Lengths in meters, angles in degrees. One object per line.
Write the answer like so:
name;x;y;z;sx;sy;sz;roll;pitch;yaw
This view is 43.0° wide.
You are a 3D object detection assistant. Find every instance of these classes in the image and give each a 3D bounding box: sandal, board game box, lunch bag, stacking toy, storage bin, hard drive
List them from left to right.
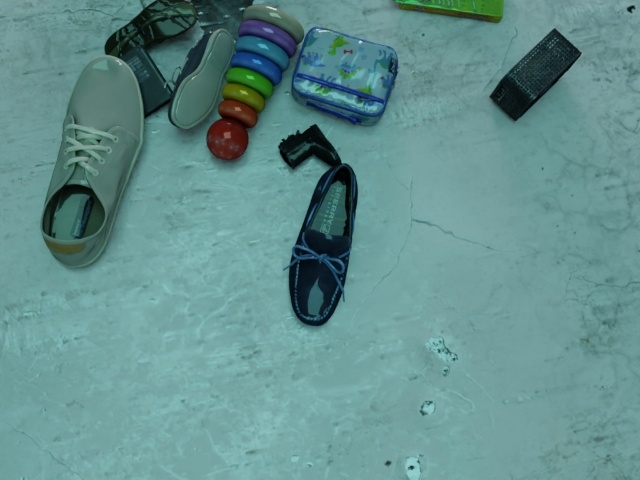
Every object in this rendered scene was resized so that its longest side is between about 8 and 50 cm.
hard drive;-0.384;-0.338;1.736;0.094;0.022;0.135;-33;91;2
sandal;-0.367;-0.454;1.771;0.219;0.060;0.090;-34;91;4
stacking toy;-0.151;-0.324;1.730;0.141;0.141;0.331;20;83;0
lunch bag;0.053;-0.353;1.765;0.218;0.090;0.176;19;79;1
board game box;0.291;-0.579;1.864;0.259;0.039;0.124;8;76;-6
storage bin;0.471;-0.362;1.782;0.084;0.122;0.180;44;77;6

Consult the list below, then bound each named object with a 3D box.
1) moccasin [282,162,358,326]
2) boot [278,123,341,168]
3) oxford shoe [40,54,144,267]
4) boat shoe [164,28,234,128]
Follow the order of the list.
moccasin;0.000;0.000;1.660;0.137;0.117;0.342;7;76;-3
boot;-0.025;-0.186;1.739;0.099;0.045;0.121;-32;74;-13
oxford shoe;-0.462;-0.169;1.646;0.169;0.130;0.450;10;79;1
boat shoe;-0.266;-0.343;1.727;0.079;0.095;0.255;0;64;40
